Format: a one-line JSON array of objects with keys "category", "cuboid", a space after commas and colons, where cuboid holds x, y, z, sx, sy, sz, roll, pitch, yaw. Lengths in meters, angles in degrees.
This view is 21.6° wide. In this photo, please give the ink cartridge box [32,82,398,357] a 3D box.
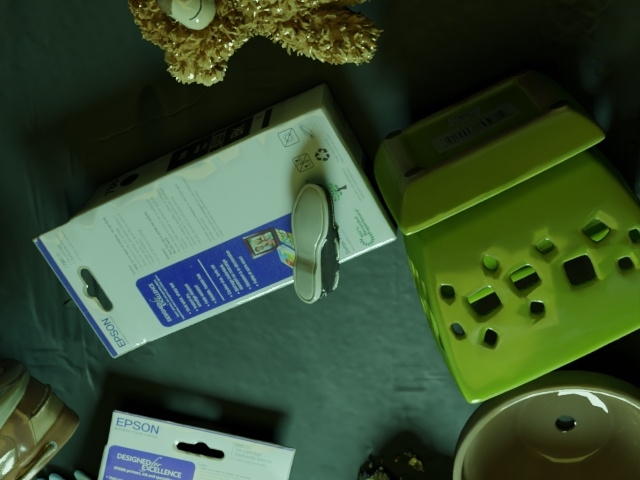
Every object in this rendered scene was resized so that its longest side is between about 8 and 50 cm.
[{"category": "ink cartridge box", "cuboid": [-0.104, -0.016, 1.669, 0.332, 0.065, 0.165, -23, 116, 15]}]

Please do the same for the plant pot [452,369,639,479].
[{"category": "plant pot", "cuboid": [0.257, 0.218, 1.738, 0.237, 0.110, 0.237, 3, 119, 5]}]

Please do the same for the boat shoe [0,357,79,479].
[{"category": "boat shoe", "cuboid": [-0.362, 0.268, 1.731, 0.116, 0.123, 0.324, 32, 117, -14]}]

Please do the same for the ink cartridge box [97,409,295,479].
[{"category": "ink cartridge box", "cuboid": [-0.145, 0.290, 1.849, 0.206, 0.045, 0.208, 13, 111, -3]}]

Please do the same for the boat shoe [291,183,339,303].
[{"category": "boat shoe", "cuboid": [0.000, 0.000, 1.612, 0.046, 0.038, 0.125, 23, 123, 41]}]

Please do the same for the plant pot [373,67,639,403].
[{"category": "plant pot", "cuboid": [0.177, -0.020, 1.534, 0.228, 0.227, 0.207, -25, 109, 4]}]

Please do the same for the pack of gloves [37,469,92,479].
[{"category": "pack of gloves", "cuboid": [-0.265, 0.377, 1.916, 0.232, 0.046, 0.195, 37, 117, -15]}]

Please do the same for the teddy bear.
[{"category": "teddy bear", "cuboid": [-0.025, -0.262, 1.497, 0.337, 0.113, 0.245, -6, 116, 8]}]

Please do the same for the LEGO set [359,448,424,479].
[{"category": "LEGO set", "cuboid": [0.073, 0.260, 1.828, 0.054, 0.023, 0.083, 35, 117, -13]}]
